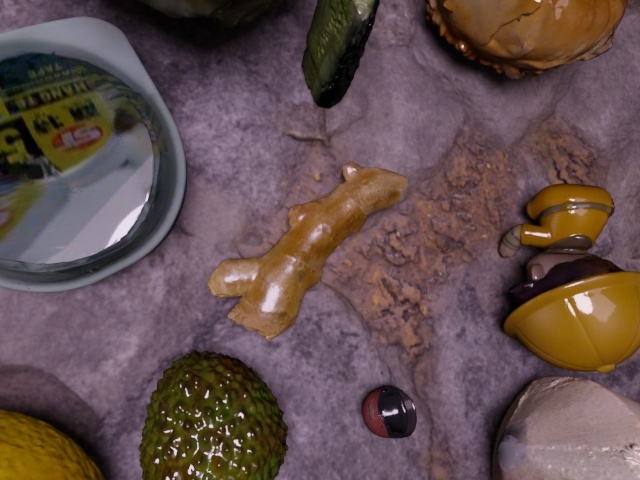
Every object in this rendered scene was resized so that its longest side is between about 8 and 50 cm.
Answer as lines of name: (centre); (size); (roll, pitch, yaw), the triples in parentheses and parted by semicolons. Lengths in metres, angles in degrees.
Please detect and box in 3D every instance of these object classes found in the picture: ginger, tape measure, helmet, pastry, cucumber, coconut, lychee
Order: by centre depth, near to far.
tape measure: (-0.279, -0.078, 0.431); (0.259, 0.138, 0.262); (-30, 93, -14)
lychee: (-0.116, 0.202, 0.439); (0.171, 0.171, 0.171); (1, 85, -14)
cucumber: (0.029, -0.237, 0.483); (0.062, 0.211, 0.077); (-23, 90, -13)
coconut: (0.336, 0.299, 0.515); (0.245, 0.239, 0.239); (22, 80, -14)
ginger: (-0.001, 0.000, 0.533); (0.299, 0.065, 0.118); (-41, 100, -17)
helmet: (0.085, 0.230, 0.543); (0.084, 0.049, 0.065); (32, 43, -36)
pastry: (0.270, -0.375, 0.570); (0.285, 0.184, 0.315); (-20, 88, -18)

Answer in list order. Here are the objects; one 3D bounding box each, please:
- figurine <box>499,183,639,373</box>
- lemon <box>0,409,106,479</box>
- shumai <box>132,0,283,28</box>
figurine: (0.349, 0.049, 0.568); (0.193, 0.167, 0.256); (-1, 83, -1)
lemon: (-0.316, 0.272, 0.339); (0.268, 0.267, 0.267); (1, 85, -14)
shumai: (-0.101, -0.369, 0.385); (0.396, 0.348, 0.394); (0, 92, 10)
